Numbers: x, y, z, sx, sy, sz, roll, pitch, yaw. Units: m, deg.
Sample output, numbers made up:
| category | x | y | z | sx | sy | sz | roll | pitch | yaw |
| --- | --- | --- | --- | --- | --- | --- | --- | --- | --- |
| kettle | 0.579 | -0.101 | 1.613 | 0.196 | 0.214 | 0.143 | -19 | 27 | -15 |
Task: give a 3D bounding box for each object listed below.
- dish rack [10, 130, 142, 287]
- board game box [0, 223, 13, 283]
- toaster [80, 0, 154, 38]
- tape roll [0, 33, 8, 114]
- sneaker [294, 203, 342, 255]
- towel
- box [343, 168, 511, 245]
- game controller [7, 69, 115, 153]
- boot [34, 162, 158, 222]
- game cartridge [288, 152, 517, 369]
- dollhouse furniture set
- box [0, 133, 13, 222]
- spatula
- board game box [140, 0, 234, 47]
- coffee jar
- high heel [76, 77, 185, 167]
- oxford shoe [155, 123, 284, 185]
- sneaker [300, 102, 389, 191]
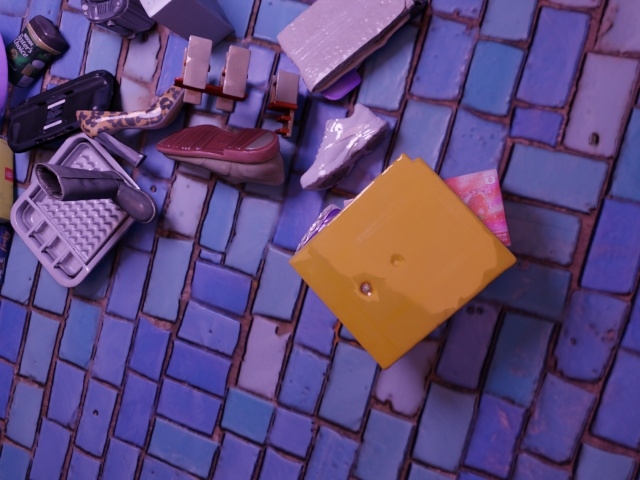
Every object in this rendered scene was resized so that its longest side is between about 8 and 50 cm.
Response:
| category | x | y | z | sx | sy | sz | roll | pitch | yaw |
| --- | --- | --- | --- | --- | --- | --- | --- | --- | --- |
| dish rack | -0.607 | -0.078 | 1.261 | 0.333 | 0.072 | 0.285 | -46 | 79 | 11 |
| board game box | -0.983 | 0.015 | 1.375 | 0.243 | 0.042 | 0.165 | 12 | 94 | 15 |
| toaster | -0.487 | -0.609 | 1.185 | 0.129 | 0.146 | 0.226 | -9 | 89 | 14 |
| tape roll | -0.913 | -0.445 | 1.277 | 0.275 | 0.090 | 0.274 | 7 | 101 | 37 |
| sneaker | 0.000 | 0.000 | 1.105 | 0.071 | 0.068 | 0.170 | 37 | 99 | 6 |
| towel | 0.050 | -0.471 | 1.080 | 0.282 | 0.049 | 0.187 | -35 | 66 | 13 |
| box | 0.214 | -0.036 | 1.007 | 0.300 | 0.142 | 0.154 | -10 | 90 | 15 |
| game controller | -0.666 | -0.329 | 1.262 | 0.319 | 0.067 | 0.166 | -16 | 69 | 15 |
| boot | -0.486 | -0.103 | 1.088 | 0.190 | 0.208 | 0.076 | 35 | 99 | 12 |
| game cartridge | 0.146 | 0.037 | 0.933 | 0.324 | 0.053 | 0.285 | -43 | 85 | 11 |
| dollhouse furniture set | -0.183 | -0.315 | 1.067 | 0.259 | 0.262 | 0.135 | 8 | 95 | -17 |
| box | -0.875 | -0.163 | 1.317 | 0.087 | 0.058 | 0.232 | -10 | 78 | 10 |
| spatula | 0.114 | -0.425 | 1.088 | 0.296 | 0.030 | 0.084 | -40 | 79 | 11 |
| board game box | -0.351 | -0.606 | 1.111 | 0.098 | 0.224 | 0.303 | -32 | 82 | 15 |
| coffee jar | -0.758 | -0.496 | 1.292 | 0.184 | 0.079 | 0.096 | -38 | 81 | 12 |
| high heel | -0.442 | -0.328 | 1.170 | 0.186 | 0.093 | 0.261 | 36 | 87 | -8 |
| oxford shoe | -0.237 | -0.184 | 1.139 | 0.348 | 0.123 | 0.130 | 13 | 138 | 31 |
| sneaker | 0.035 | -0.206 | 1.091 | 0.232 | 0.090 | 0.115 | -41 | 74 | 3 |
